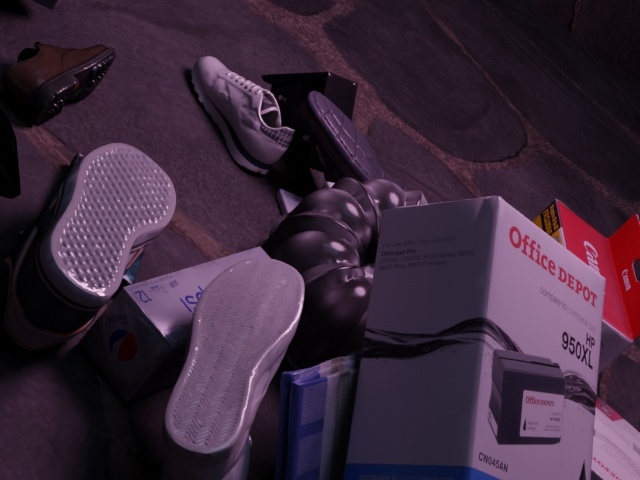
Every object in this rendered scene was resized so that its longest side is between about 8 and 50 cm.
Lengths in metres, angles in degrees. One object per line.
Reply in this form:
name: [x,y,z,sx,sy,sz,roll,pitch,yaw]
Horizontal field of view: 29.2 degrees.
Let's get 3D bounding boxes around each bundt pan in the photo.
bundt pan: [0.080,0.050,1.610,0.330,0.124,0.331,12,52,-16]

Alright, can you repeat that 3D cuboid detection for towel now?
towel: [0.029,0.224,1.384,0.034,0.209,0.285,8,8,30]

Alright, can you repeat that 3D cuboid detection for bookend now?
bookend: [-0.030,-0.188,1.987,0.157,0.156,0.072,6,-5,45]

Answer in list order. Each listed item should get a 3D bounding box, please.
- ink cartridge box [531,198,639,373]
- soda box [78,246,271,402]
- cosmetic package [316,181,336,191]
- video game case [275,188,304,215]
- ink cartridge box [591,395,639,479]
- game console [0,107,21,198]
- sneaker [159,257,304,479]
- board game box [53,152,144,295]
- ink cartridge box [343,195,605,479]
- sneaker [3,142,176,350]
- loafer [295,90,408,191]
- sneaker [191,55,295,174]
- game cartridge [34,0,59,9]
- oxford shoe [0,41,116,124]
ink cartridge box: [0.393,0.083,1.977,0.130,0.272,0.309,35,27,-16]
soda box: [-0.141,0.091,1.413,0.091,0.098,0.286,48,26,13]
cosmetic package: [0.063,0.035,1.768,0.117,0.085,0.231,9,48,-47]
video game case: [0.000,0.000,1.839,0.119,0.015,0.166,22,33,-38]
ink cartridge box: [0.421,0.346,1.832,0.158,0.092,0.218,41,24,-5]
game console: [-0.431,-0.215,1.320,0.361,0.044,0.213,62,-1,-30]
sneaker: [-0.101,0.159,1.287,0.108,0.169,0.292,19,42,6]
board game box: [-0.267,-0.022,1.485,0.126,0.026,0.186,35,28,-16]
ink cartridge box: [0.182,0.183,1.396,0.285,0.166,0.395,31,60,-47]
sneaker: [-0.260,0.001,1.343,0.126,0.127,0.321,42,26,-10]
loafer: [0.051,-0.091,1.890,0.302,0.095,0.109,48,24,-19]
sneaker: [-0.117,-0.212,1.900,0.090,0.095,0.235,3,45,-50]
game cartridge: [-0.461,-0.435,1.650,0.297,0.198,0.062,34,72,-14]
oxford shoe: [-0.344,-0.232,1.627,0.096,0.083,0.227,39,25,1]
